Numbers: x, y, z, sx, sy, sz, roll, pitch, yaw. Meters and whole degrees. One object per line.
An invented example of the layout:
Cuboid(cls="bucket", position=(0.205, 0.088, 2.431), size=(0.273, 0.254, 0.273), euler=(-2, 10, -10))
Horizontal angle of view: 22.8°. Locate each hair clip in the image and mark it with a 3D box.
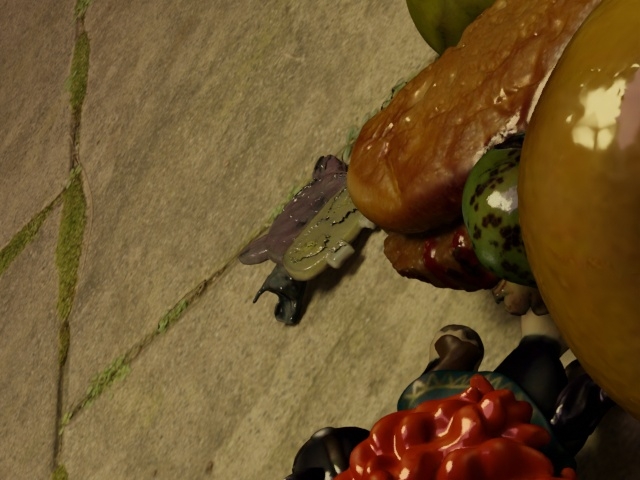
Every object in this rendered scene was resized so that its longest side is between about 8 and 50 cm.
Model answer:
Cuboid(cls="hair clip", position=(-0.006, -0.004, 1.644), size=(0.146, 0.056, 0.187), euler=(21, 78, 55))

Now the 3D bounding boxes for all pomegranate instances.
Cuboid(cls="pomegranate", position=(0.155, -0.005, 1.119), size=(0.122, 0.122, 0.161), euler=(-99, 17, -51))

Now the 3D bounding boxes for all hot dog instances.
Cuboid(cls="hot dog", position=(0.199, -0.085, 1.257), size=(0.405, 0.185, 0.223), euler=(-43, 31, 28))

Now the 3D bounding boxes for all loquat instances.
Cuboid(cls="loquat", position=(0.283, -0.028, 0.954), size=(0.328, 0.328, 0.359), euler=(-53, -3, 11))

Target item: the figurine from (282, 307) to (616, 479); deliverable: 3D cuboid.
Cuboid(cls="figurine", position=(0.077, 0.199, 1.101), size=(0.306, 0.241, 0.412), euler=(-17, 24, 10))

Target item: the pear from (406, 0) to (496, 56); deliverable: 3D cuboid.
Cuboid(cls="pear", position=(0.162, -0.246, 1.474), size=(0.198, 0.198, 0.198), euler=(-39, 34, 32))
